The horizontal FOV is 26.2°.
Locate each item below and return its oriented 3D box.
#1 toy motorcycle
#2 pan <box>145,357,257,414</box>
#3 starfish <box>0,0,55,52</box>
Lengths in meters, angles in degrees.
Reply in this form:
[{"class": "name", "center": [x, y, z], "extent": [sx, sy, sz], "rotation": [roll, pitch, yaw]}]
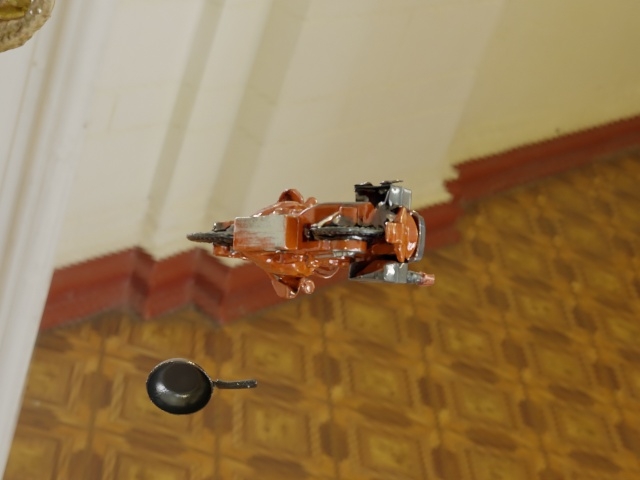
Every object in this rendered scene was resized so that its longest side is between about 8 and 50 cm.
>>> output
[{"class": "toy motorcycle", "center": [0.000, 0.000, 1.760], "extent": [0.325, 0.148, 0.221], "rotation": [-1, -5, 42]}, {"class": "pan", "center": [-0.120, 0.144, 1.398], "extent": [0.115, 0.068, 0.023], "rotation": [-4, 31, 7]}, {"class": "starfish", "center": [-0.409, -0.250, 1.189], "extent": [0.398, 0.384, 0.132], "rotation": [-3, -6, 0]}]
